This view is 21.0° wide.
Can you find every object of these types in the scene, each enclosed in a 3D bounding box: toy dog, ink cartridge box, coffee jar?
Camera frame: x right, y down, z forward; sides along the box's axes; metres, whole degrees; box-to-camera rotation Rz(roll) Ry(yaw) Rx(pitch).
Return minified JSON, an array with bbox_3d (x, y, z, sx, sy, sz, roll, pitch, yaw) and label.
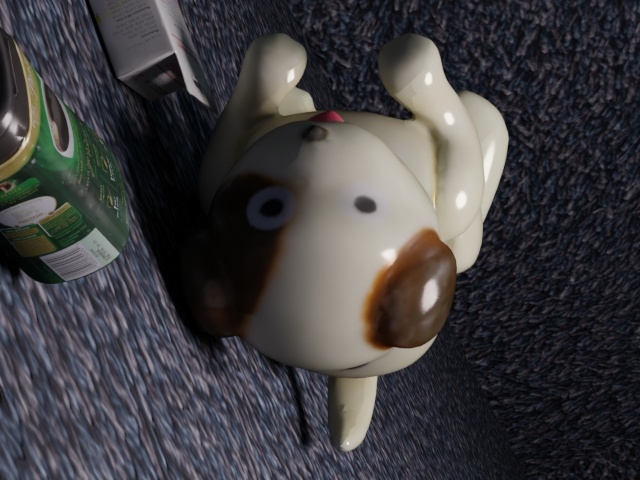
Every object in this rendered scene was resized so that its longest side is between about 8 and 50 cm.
[{"bbox_3d":[0.000,0.000,1.557,0.408,0.284,0.395,-15,119,-84],"label":"toy dog"},{"bbox_3d":[-0.160,-0.194,1.567,0.104,0.061,0.181,34,34,-75],"label":"ink cartridge box"},{"bbox_3d":[-0.179,-0.051,0.987,0.184,0.079,0.096,55,17,-61],"label":"coffee jar"}]
